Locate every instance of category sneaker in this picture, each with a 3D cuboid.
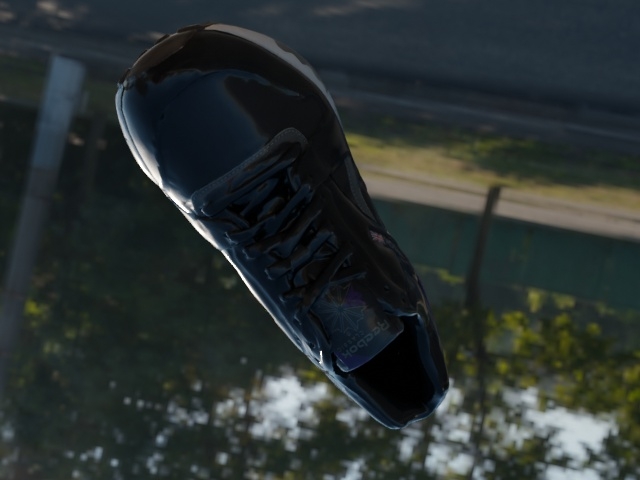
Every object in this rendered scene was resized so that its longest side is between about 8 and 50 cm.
[{"bbox_3d":[0.000,0.000,0.780,0.283,0.107,0.124,50,-176,-44],"label":"sneaker"}]
